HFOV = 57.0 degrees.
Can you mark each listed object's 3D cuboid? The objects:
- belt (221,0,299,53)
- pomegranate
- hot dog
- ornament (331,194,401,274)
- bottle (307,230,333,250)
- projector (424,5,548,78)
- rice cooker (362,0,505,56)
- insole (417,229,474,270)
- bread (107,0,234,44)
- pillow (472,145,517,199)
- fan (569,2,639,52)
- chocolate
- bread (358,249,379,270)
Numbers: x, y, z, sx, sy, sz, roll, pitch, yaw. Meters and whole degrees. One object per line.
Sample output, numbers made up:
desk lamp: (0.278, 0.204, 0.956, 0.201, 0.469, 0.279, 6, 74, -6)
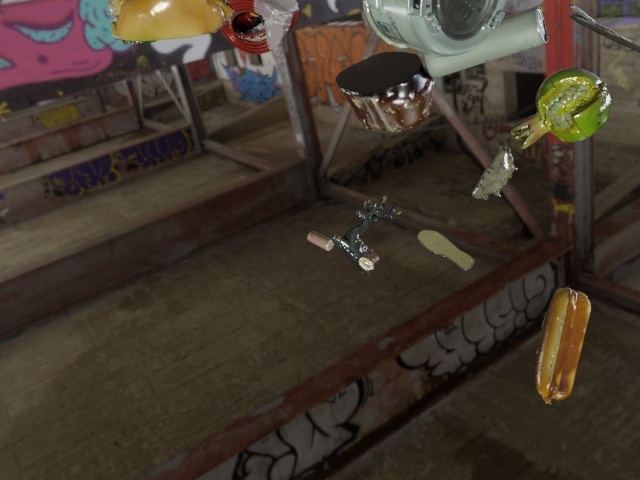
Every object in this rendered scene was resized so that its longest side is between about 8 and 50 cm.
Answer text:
belt: (-0.212, -0.763, 2.004, 0.324, 0.227, 0.115, -1, -129, 51)
pomegranate: (0.742, -0.395, 1.835, 0.302, 0.236, 0.236, -34, -164, 26)
hot dog: (0.677, 0.300, 1.683, 0.135, 0.337, 0.100, 17, 175, -37)
ornament: (0.173, -0.026, 1.927, 0.236, 0.202, 0.080, -50, -149, -11)
bottle: (0.000, 0.000, 2.142, 0.096, 0.045, 0.045, 26, -137, 30)
projector: (0.472, -0.568, 1.708, 0.338, 0.108, 0.108, -10, -156, 33)
rice cooker: (0.245, -0.552, 1.313, 0.317, 0.264, 0.316, -2, -151, 1)
insole: (0.504, 0.033, 2.371, 0.253, 0.005, 0.086, 33, -97, 10)
bread: (-0.308, -0.508, 1.188, 0.252, 0.133, 0.174, -11, -123, -10)
pillow: (0.610, -0.219, 2.046, 0.093, 0.241, 0.051, 34, -136, 12)
fan: (0.635, -0.490, 1.352, 0.294, 0.012, 0.223, 20, -154, -18)
chocolate: (0.222, -0.460, 1.908, 0.225, 0.210, 0.340, -44, -142, -19)
bread: (0.130, 0.051, 1.570, 0.047, 0.036, 0.083, 37, -161, 3)
